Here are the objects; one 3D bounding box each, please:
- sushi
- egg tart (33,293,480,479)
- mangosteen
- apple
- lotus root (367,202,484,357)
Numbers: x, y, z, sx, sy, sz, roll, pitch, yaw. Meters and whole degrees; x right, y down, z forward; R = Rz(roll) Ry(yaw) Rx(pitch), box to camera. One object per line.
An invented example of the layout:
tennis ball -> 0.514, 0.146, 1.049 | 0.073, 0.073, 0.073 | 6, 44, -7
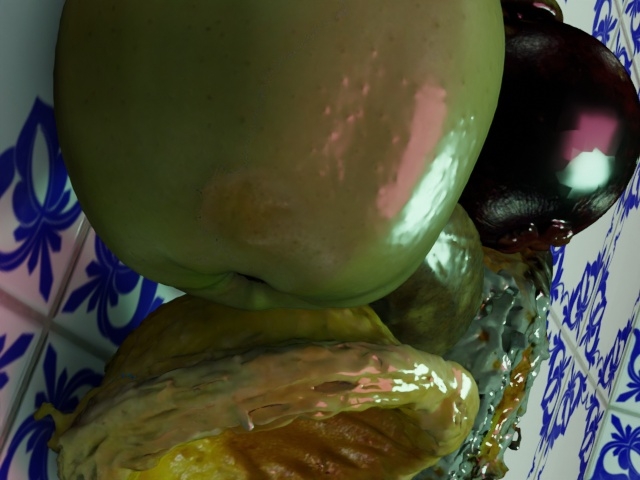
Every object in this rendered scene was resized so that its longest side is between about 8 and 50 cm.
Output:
sushi -> 0.196, 0.185, 2.315 | 0.417, 0.175, 0.418 | 20, 90, -75
egg tart -> -0.056, 0.147, 1.478 | 0.388, 0.387, 0.169 | 59, 19, -62
mangosteen -> 0.230, -0.158, 2.043 | 0.307, 0.306, 0.347 | 48, 31, -65
apple -> -0.038, -0.117, 1.277 | 0.357, 0.357, 0.357 | -49, 148, -48
lotus root -> 0.010, -0.001, 1.538 | 0.260, 0.267, 0.149 | 84, 30, -63
